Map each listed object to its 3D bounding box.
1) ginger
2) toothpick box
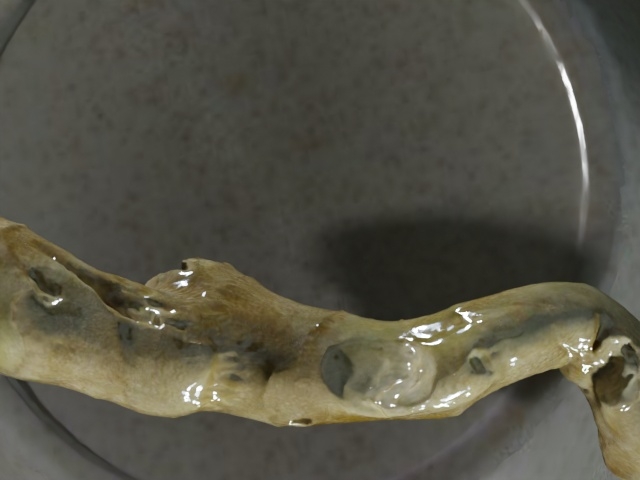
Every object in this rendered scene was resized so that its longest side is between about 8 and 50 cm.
[{"bbox_3d":[-0.005,0.036,0.602,0.288,0.075,0.089,8,-162,-4],"label":"ginger"},{"bbox_3d":[0.000,0.000,0.867,0.425,0.409,0.409,50,-164,-80],"label":"toothpick box"}]
